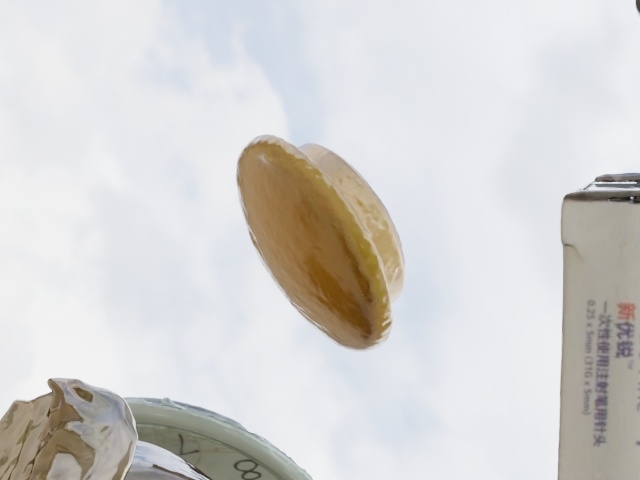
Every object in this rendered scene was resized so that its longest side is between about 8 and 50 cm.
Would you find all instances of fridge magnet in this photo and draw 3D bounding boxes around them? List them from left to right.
[{"bbox_3d":[0.000,0.000,0.886,0.143,0.063,0.143,46,-24,28],"label":"fridge magnet"}]

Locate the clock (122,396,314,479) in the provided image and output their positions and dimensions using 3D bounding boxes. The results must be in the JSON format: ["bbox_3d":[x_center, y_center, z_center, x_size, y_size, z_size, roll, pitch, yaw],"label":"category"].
[{"bbox_3d":[-0.091,0.178,0.947,0.236,0.053,0.236,6,-53,8],"label":"clock"}]

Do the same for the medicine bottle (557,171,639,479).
[{"bbox_3d":[0.121,0.075,0.585,0.052,0.171,0.201,2,-84,14],"label":"medicine bottle"}]

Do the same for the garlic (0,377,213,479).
[{"bbox_3d":[-0.064,0.229,0.654,0.132,0.279,0.325,-18,-60,38],"label":"garlic"}]

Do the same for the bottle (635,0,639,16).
[{"bbox_3d":[0.303,-0.218,0.950,0.096,0.253,0.079,43,6,17],"label":"bottle"}]
